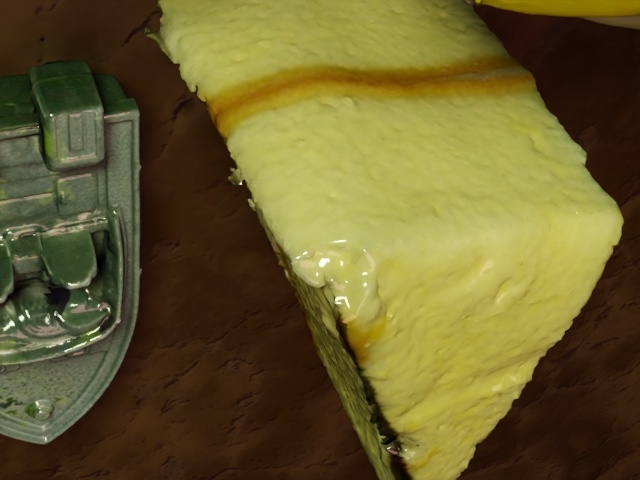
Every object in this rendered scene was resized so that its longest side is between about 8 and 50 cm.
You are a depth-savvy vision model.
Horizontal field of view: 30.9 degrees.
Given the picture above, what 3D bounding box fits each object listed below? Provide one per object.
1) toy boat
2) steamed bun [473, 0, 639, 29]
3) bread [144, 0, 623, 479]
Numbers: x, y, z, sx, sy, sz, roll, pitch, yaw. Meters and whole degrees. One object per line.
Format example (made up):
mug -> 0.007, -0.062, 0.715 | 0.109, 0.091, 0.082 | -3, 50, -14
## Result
toy boat -> -0.181, 0.029, 0.718 | 0.141, 0.092, 0.319 | -11, 139, -19
steamed bun -> 0.166, -0.259, 0.440 | 0.334, 0.334, 0.373 | -13, 137, -20
bread -> 0.000, 0.000, 0.668 | 0.198, 0.263, 0.236 | -3, 135, -25
